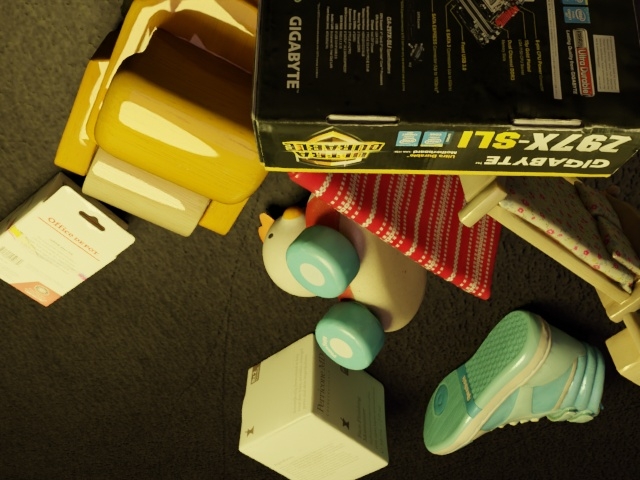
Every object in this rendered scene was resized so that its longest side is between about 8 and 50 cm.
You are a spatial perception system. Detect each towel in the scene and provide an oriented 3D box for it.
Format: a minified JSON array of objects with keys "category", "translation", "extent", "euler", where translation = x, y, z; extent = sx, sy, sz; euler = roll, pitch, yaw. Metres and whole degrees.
[{"category":"towel","translation":[0.101,-0.081,0.664],"extent":[0.275,0.199,0.031],"euler":[31,152,-25]}]

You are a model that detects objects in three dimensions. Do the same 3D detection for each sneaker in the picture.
[{"category":"sneaker","translation":[0.315,0.260,0.996],"extent":[0.208,0.127,0.319],"euler":[21,129,-14]}]

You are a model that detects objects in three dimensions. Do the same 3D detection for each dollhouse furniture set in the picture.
[{"category":"dollhouse furniture set","translation":[0.190,-0.111,0.523],"extent":[0.303,0.356,0.174],"euler":[28,125,-24]}]

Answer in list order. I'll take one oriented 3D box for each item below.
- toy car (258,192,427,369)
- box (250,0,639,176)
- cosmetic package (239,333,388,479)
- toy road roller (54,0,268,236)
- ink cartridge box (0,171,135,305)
[{"category":"toy car","translation":[0.000,0.000,0.767],"extent":[0.238,0.219,0.210],"euler":[9,133,36]},{"category":"box","translation":[0.085,-0.209,0.474],"extent":[0.257,0.322,0.079],"euler":[1,162,-1]},{"category":"cosmetic package","translation":[-0.008,0.277,1.001],"extent":[0.151,0.151,0.183],"euler":[-33,124,26]},{"category":"toy road roller","translation":[-0.136,-0.109,0.611],"extent":[0.202,0.241,0.329],"euler":[24,127,-18]},{"category":"ink cartridge box","translation":[-0.336,-0.007,0.820],"extent":[0.198,0.067,0.115],"euler":[-30,124,26]}]
